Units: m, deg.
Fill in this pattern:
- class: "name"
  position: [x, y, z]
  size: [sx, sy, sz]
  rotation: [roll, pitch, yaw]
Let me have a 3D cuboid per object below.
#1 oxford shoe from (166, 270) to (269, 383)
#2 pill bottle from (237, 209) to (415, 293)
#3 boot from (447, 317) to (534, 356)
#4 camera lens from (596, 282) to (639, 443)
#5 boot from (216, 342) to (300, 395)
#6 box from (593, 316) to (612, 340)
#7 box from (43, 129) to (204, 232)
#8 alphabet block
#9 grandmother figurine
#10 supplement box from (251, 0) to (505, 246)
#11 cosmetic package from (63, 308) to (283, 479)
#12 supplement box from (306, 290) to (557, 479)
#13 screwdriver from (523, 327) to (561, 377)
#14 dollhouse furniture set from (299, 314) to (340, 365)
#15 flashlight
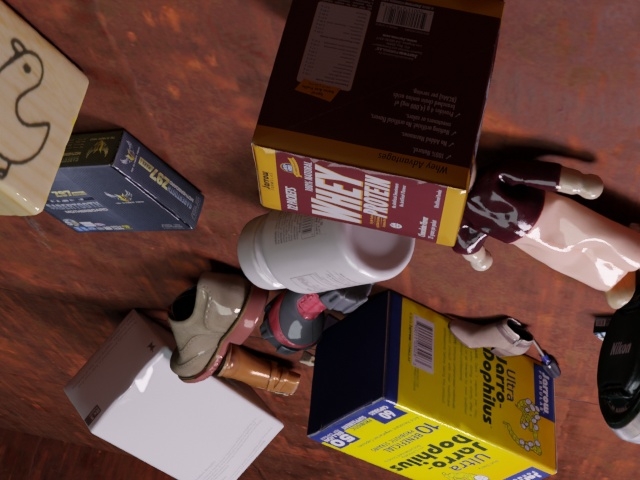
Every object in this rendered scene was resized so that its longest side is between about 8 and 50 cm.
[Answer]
- class: "oxford shoe"
  position: [-0.203, 0.136, 1.985]
  size: [0.130, 0.123, 0.348]
  rotation: [25, 143, -13]
- class: "pill bottle"
  position: [0.000, 0.000, 1.504]
  size: [0.131, 0.131, 0.229]
  rotation: [29, 154, -32]
- class: "boot"
  position: [0.266, 0.140, 1.811]
  size: [0.118, 0.042, 0.087]
  rotation: [26, 147, -12]
- class: "camera lens"
  position: [0.507, 0.173, 1.490]
  size: [0.274, 0.219, 0.219]
  rotation: [16, 158, -5]
- class: "boot"
  position: [-0.113, 0.248, 2.251]
  size: [0.152, 0.073, 0.197]
  rotation: [19, 174, 5]
- class: "box"
  position: [0.472, 0.135, 1.677]
  size: [0.137, 0.027, 0.094]
  rotation: [-8, 150, 43]
- class: "box"
  position: [-0.303, -0.075, 1.608]
  size: [0.233, 0.059, 0.183]
  rotation: [-1, 152, 33]
- class: "alphabet block"
  position: [-0.412, -0.153, 1.317]
  size: [0.193, 0.192, 0.197]
  rotation: [3, 156, 32]
- class: "grandmother figurine"
  position: [0.229, -0.031, 1.348]
  size: [0.342, 0.104, 0.208]
  rotation: [26, 128, -21]
- class: "supplement box"
  position: [0.055, -0.123, 1.087]
  size: [0.191, 0.194, 0.129]
  rotation: [12, 158, 6]
- class: "cosmetic package"
  position: [-0.278, 0.324, 2.281]
  size: [0.385, 0.217, 0.156]
  rotation: [44, 178, -42]
- class: "supplement box"
  position: [0.183, 0.259, 1.883]
  size: [0.357, 0.195, 0.194]
  rotation: [26, 140, -26]
- class: "screwdriver"
  position: [0.350, 0.174, 1.870]
  size: [0.024, 0.025, 0.170]
  rotation: [1, 146, 31]
- class: "dollhouse furniture set"
  position: [0.003, 0.179, 2.024]
  size: [0.081, 0.091, 0.114]
  rotation: [15, 167, 44]
- class: "flashlight"
  position: [-0.004, 0.097, 1.781]
  size: [0.103, 0.103, 0.304]
  rotation: [21, 158, -14]
